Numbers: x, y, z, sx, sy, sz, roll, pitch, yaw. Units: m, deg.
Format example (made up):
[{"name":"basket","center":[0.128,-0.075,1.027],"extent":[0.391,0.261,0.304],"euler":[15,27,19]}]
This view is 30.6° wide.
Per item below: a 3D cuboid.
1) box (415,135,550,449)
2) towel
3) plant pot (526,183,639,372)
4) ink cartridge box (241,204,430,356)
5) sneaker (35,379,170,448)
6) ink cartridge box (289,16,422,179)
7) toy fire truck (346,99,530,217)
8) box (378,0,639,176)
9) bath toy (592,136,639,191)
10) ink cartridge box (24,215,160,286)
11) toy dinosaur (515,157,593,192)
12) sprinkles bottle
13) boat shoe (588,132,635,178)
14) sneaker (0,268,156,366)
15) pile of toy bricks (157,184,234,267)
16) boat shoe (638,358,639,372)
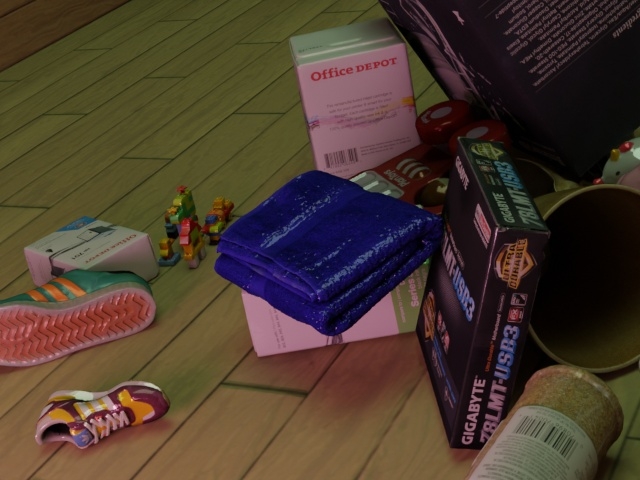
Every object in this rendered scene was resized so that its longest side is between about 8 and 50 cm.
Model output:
[{"name":"box","center":[0.193,0.058,1.448],"extent":[0.073,0.293,0.295],"euler":[5,25,-6]},{"name":"towel","center":[0.000,0.000,1.580],"extent":[0.227,0.076,0.308],"euler":[-41,32,-16]},{"name":"plant pot","center":[0.316,0.032,1.566],"extent":[0.237,0.237,0.254],"euler":[-19,13,-14]},{"name":"ink cartridge box","center":[0.030,0.057,1.729],"extent":[0.272,0.115,0.198],"euler":[-10,26,6]},{"name":"sneaker","center":[-0.291,0.241,1.561],"extent":[0.185,0.070,0.084],"euler":[-10,34,18]},{"name":"ink cartridge box","center":[0.068,-0.243,2.150],"extent":[0.198,0.270,0.197],"euler":[-12,25,-1]},{"name":"toy fire truck","center":[0.188,-0.085,1.912],"extent":[0.253,0.169,0.302],"euler":[-29,28,-8]},{"name":"box","center":[0.318,-0.414,1.975],"extent":[0.297,0.472,0.480],"euler":[-41,21,-1]},{"name":"bath toy","center":[0.493,-0.052,1.702],"extent":[0.129,0.151,0.348],"euler":[-17,29,5]},{"name":"ink cartridge box","center":[-0.392,0.034,2.001],"extent":[0.190,0.082,0.139],"euler":[12,34,43]},{"name":"toy dinosaur","center":[0.394,-0.079,1.855],"extent":[0.092,0.053,0.183],"euler":[4,45,-45]},{"name":"sprinkles bottle","center":[0.204,0.270,1.211],"extent":[0.121,0.121,0.355],"euler":[6,30,32]},{"name":"boat shoe","center":[0.489,-0.154,1.999],"extent":[0.091,0.114,0.303],"euler":[-47,15,29]},{"name":"sneaker","center":[-0.414,0.114,1.829],"extent":[0.302,0.108,0.121],"euler":[-10,24,-15]},{"name":"pile of toy bricks","center":[-0.235,-0.044,2.063],"extent":[0.118,0.105,0.212],"euler":[-2,27,19]},{"name":"boat shoe","center":[0.425,0.178,1.298],"extent":[0.156,0.136,0.367],"euler":[-31,0,26]}]
